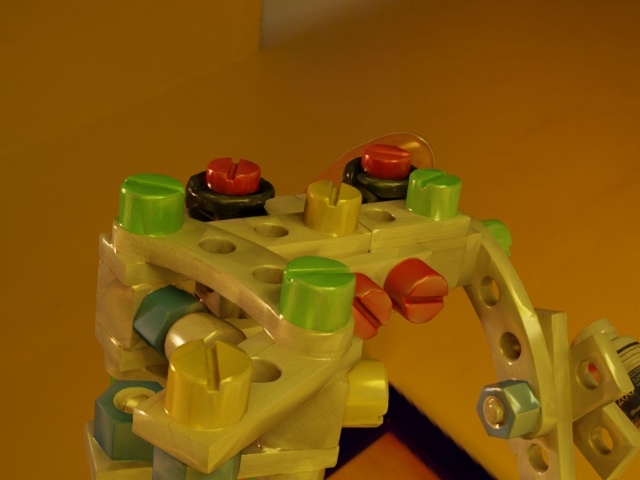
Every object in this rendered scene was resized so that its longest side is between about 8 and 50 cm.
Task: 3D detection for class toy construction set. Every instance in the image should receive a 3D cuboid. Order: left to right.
[{"bbox_3d":[0.025,0.041,0.479,0.215,0.327,0.151,38,-67,49],"label":"toy construction set"}]

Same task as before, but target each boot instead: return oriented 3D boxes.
[{"bbox_3d":[-0.001,0.000,1.041,0.295,0.211,0.104,-34,-80,18],"label":"boot"}]

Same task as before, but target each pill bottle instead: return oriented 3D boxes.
[{"bbox_3d":[0.314,0.141,0.972,0.120,0.067,0.067,54,-32,29],"label":"pill bottle"}]
